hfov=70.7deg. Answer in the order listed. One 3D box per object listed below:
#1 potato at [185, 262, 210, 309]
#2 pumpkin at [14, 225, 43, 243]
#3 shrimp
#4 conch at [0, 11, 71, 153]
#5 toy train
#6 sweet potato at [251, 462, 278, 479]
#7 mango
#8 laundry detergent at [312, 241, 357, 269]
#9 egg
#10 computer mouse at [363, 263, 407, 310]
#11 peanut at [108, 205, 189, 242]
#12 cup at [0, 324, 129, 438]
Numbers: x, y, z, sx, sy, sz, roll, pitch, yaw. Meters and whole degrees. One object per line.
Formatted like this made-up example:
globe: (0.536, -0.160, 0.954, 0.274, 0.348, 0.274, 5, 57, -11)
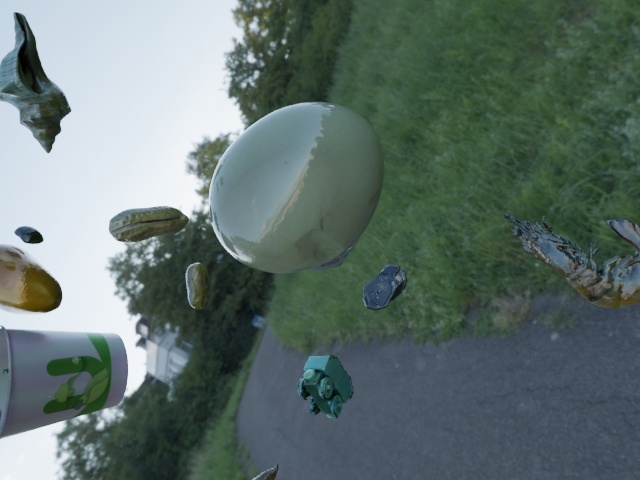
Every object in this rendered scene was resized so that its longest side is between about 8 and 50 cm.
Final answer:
potato: (-0.431, 0.161, 1.592, 0.107, 0.080, 0.170, -151, 54, -74)
pumpkin: (-0.749, -0.020, 1.158, 0.050, 0.083, 0.028, -25, -44, -63)
shrimp: (0.515, 0.005, 0.886, 0.169, 0.296, 0.058, -57, -18, 26)
conch: (-0.864, -0.449, 1.318, 0.170, 0.386, 0.203, -21, 18, -2)
toy train: (0.018, 0.487, 1.515, 0.112, 0.203, 0.163, -10, 30, 31)
sweet potato: (-0.211, 0.628, 1.076, 0.274, 0.067, 0.067, -30, -15, -22)
mango: (-0.722, 0.101, 1.072, 0.138, 0.257, 0.187, -45, -49, -43)
laundry detergent: (0.000, 0.000, 1.223, 0.398, 0.264, 0.124, 39, -145, -66)
egg: (-0.033, -0.069, 0.636, 0.269, 0.219, 0.219, -33, 10, 25)
computer mouse: (0.226, 0.168, 1.582, 0.192, 0.106, 0.062, -50, -24, 15)
peanut: (-0.379, -0.038, 1.001, 0.175, 0.080, 0.080, -12, -38, -38)
cup: (-0.628, 0.324, 1.074, 0.274, 0.253, 0.253, 8, -64, -47)
